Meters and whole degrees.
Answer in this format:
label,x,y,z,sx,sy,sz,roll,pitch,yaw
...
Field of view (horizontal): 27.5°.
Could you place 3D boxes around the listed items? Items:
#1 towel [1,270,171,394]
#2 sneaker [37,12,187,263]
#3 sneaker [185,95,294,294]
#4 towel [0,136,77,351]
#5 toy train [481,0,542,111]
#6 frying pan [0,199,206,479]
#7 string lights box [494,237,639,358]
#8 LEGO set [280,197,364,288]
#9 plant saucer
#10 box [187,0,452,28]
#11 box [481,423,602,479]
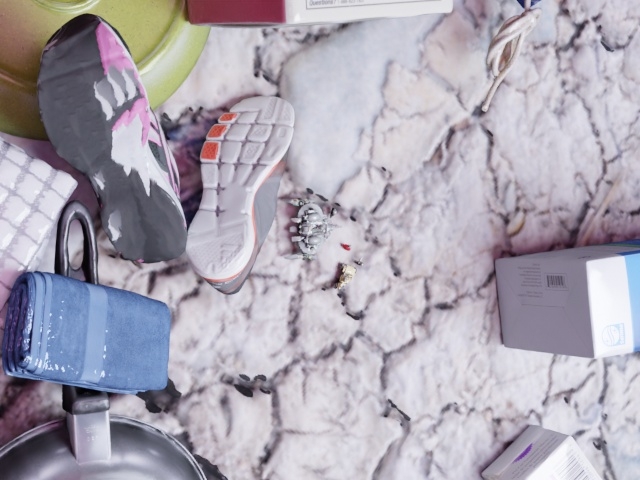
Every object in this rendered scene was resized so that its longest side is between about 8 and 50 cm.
label,x,y,z,sx,sy,sz,roll,pitch,yaw
towel,-0.147,0.060,0.829,0.119,0.029,0.067,18,73,-47
sneaker,-0.140,-0.073,0.882,0.072,0.077,0.178,-11,123,2
sneaker,-0.058,-0.032,0.949,0.061,0.065,0.157,12,64,15
towel,-0.318,0.032,0.806,0.235,0.121,0.283,31,77,-21
toy train,0.134,-0.240,1.000,0.143,0.105,0.248,34,78,-8
frying pan,-0.137,0.156,0.893,0.197,0.053,0.326,20,93,-28
string lights box,0.287,0.034,1.040,0.260,0.133,0.076,-7,92,-22
LEGO set,0.002,-0.001,0.983,0.083,0.023,0.054,31,79,-19
plant saucer,-0.181,-0.189,0.901,0.241,0.037,0.240,0,90,-22
box,-0.006,-0.265,0.891,0.149,0.127,0.232,-11,104,-37
box,0.250,0.293,1.065,0.067,0.063,0.324,-41,104,-16
